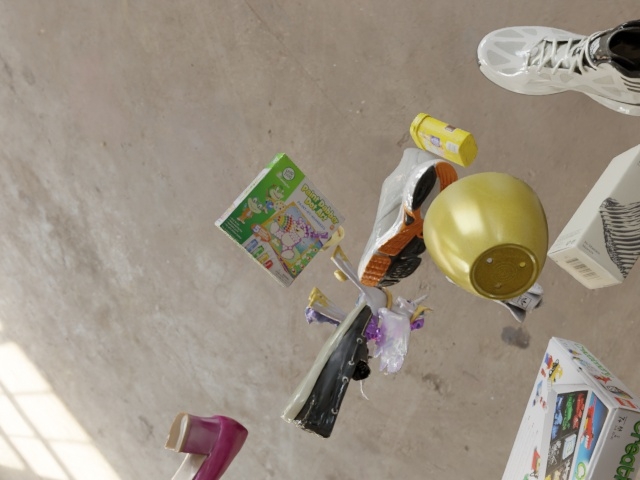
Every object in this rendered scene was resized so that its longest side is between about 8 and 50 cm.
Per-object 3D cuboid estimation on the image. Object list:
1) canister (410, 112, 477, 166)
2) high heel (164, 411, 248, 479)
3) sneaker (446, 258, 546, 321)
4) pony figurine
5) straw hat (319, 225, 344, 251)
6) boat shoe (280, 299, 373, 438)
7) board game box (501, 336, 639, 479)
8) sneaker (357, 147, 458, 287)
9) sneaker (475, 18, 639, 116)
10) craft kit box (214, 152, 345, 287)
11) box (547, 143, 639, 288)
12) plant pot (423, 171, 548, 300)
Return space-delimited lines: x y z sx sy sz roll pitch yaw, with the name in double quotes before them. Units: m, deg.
"canister" 0.353 -0.285 1.376 0.170 0.126 0.073 35 88 35
"high heel" -0.173 0.354 0.633 0.082 0.244 0.117 -11 148 43
"sneaker" 0.566 0.140 1.518 0.210 0.365 0.138 46 116 42
"pony figurine" 0.140 0.231 1.395 0.363 0.351 0.303 29 145 -4
"straw hat" 0.000 0.000 1.432 0.144 0.144 0.061 25 131 22
"boat shoe" 0.050 0.262 1.005 0.113 0.340 0.127 37 129 4
"board game box" 0.310 0.305 0.630 0.053 0.193 0.306 13 103 3
"sneaker" 0.136 -0.038 0.844 0.263 0.099 0.121 -62 29 24
"sneaker" 0.556 -0.419 1.049 0.447 0.257 0.169 22 94 22
"craft kit box" -0.097 -0.049 1.240 0.250 0.247 0.061 45 165 -24
"box" 0.564 -0.047 0.916 0.113 0.275 0.094 39 166 3
"plant pot" 0.181 0.008 0.510 0.134 0.095 0.134 2 120 4
